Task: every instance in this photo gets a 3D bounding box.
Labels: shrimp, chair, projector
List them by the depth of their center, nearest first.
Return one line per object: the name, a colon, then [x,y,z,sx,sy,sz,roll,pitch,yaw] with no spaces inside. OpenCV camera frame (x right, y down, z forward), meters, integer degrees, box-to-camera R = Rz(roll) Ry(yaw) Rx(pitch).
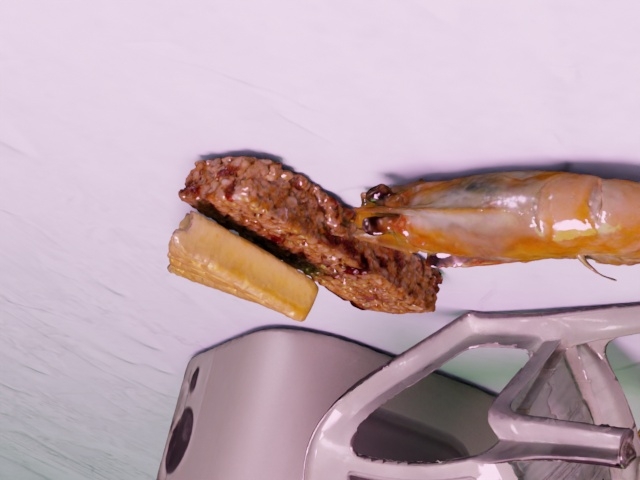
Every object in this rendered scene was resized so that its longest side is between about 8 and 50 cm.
shrimp: [0.115,-0.005,0.844,0.217,0.051,0.115,0,158,27]
chair: [0.146,0.160,0.995,0.275,0.190,0.203,-8,109,51]
projector: [-0.003,0.237,1.268,0.248,0.249,0.248,21,159,-22]

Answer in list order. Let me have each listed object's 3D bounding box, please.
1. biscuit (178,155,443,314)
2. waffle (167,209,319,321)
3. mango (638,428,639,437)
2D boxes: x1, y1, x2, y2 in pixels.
biscuit: [0.000,0.000,0.945,0.064,0.034,0.199,-5,154,41]
waffle: [-0.095,0.004,0.974,0.125,0.032,0.191,29,171,-37]
mango: [0.323,0.148,1.053,0.217,0.102,0.141,-1,179,40]
